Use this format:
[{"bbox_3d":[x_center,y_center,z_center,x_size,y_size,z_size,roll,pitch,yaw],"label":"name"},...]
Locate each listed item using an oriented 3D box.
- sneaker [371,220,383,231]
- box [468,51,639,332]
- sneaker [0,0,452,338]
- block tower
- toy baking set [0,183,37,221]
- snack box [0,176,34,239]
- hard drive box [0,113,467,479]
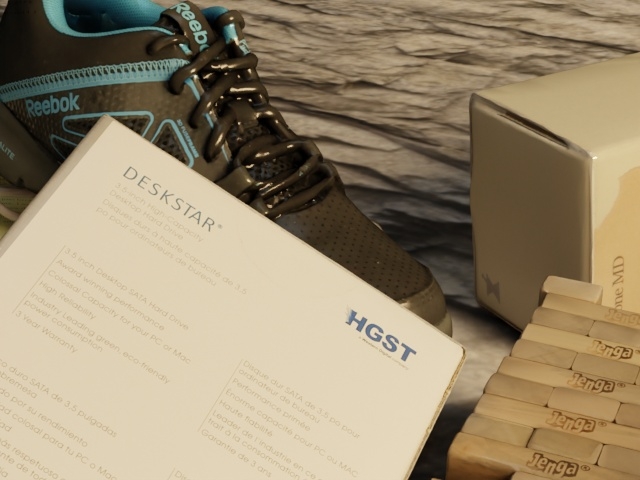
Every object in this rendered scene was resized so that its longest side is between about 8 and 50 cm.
[{"bbox_3d":[0.000,0.000,0.973,0.083,0.031,0.037,0,25,11],"label":"sneaker"},{"bbox_3d":[0.251,-0.042,0.897,0.311,0.148,0.121,-17,29,-23],"label":"box"},{"bbox_3d":[-0.067,-0.045,0.785,0.341,0.139,0.125,34,35,26],"label":"sneaker"},{"bbox_3d":[0.090,0.133,0.600,0.097,0.090,0.335,13,30,18],"label":"block tower"},{"bbox_3d":[-0.094,-0.022,0.895,0.197,0.030,0.256,-12,33,-44],"label":"toy baking set"},{"bbox_3d":[-0.246,-0.005,0.918,0.322,0.060,0.187,2,23,-15],"label":"snack box"},{"bbox_3d":[-0.074,0.092,0.552,0.181,0.089,0.232,34,51,-1],"label":"hard drive box"}]
